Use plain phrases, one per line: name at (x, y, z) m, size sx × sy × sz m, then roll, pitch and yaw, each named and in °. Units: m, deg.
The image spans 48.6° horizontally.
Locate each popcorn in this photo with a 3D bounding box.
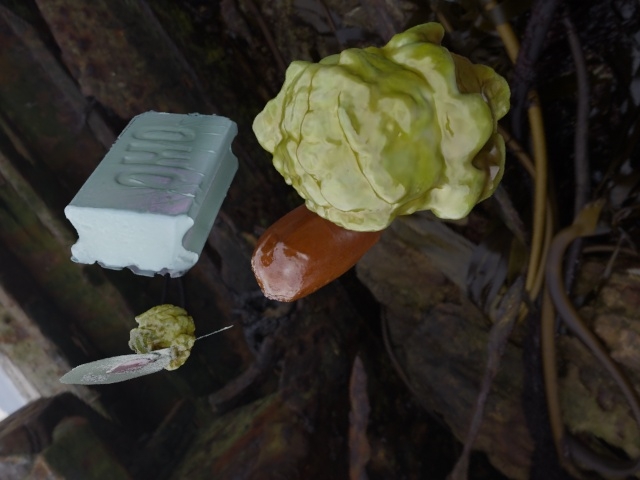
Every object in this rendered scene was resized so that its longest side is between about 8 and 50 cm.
popcorn at (-0.276, 0.170, 1.238) m, size 0.120 × 0.106 × 0.116 m, roll -32°, pitch 66°, yaw 40°
popcorn at (0.061, -0.112, 0.722) m, size 0.254 × 0.256 × 0.195 m, roll -4°, pitch 99°, yaw 19°

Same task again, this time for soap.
soap at (-0.199, -0.073, 0.899) m, size 0.150 × 0.261 × 0.094 m, roll 10°, pitch 127°, yaw 1°

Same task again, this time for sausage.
sausage at (0.001, -0.001, 1.065) m, size 0.133 × 0.258 × 0.133 m, roll 28°, pitch 134°, yaw 34°

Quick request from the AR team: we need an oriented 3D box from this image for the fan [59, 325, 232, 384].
fan at (-0.266, 0.186, 1.122) m, size 0.182 × 0.310 × 0.010 m, roll 23°, pitch -132°, yaw -61°
